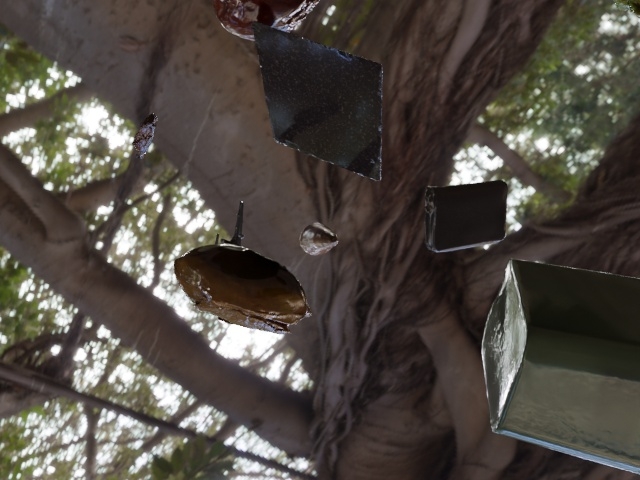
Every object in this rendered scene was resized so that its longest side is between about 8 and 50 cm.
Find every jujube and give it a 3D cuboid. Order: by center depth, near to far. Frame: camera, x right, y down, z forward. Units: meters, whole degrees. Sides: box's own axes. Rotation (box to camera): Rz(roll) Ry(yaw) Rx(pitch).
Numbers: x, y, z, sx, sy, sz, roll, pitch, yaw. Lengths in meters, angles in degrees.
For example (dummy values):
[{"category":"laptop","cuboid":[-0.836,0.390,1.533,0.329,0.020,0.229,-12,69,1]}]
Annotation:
[{"category":"jujube","cuboid":[-0.081,-0.458,1.522,0.236,0.168,0.168,-30,-106,-27]}]

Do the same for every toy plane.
[{"category":"toy plane","cuboid":[-0.176,0.028,1.648,0.058,0.226,0.226,20,-97,-18]}]

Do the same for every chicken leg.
[{"category":"chicken leg","cuboid":[-0.383,-0.221,1.823,0.037,0.145,0.062,23,-139,-9]}]

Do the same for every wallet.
[{"category":"wallet","cuboid":[0.318,-0.054,1.845,0.250,0.044,0.149,-9,-76,-37]}]

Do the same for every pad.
[{"category":"pad","cuboid":[0.002,-0.219,1.379,0.220,0.330,0.004,22,-113,13]}]

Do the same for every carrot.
[{"category":"carrot","cuboid":[0.000,0.000,1.652,0.069,0.336,0.069,0,-88,-5]}]

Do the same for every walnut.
[{"category":"walnut","cuboid":[-0.125,0.077,1.388,0.245,0.137,0.137,16,-131,-10]}]

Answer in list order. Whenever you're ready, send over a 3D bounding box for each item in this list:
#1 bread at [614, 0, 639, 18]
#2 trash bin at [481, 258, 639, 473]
[{"category":"bread","cuboid":[0.518,-0.412,1.030,0.251,0.376,0.208,22,-119,-47]},{"category":"trash bin","cuboid":[0.364,0.140,0.914,0.343,0.158,0.223,14,-155,1]}]
